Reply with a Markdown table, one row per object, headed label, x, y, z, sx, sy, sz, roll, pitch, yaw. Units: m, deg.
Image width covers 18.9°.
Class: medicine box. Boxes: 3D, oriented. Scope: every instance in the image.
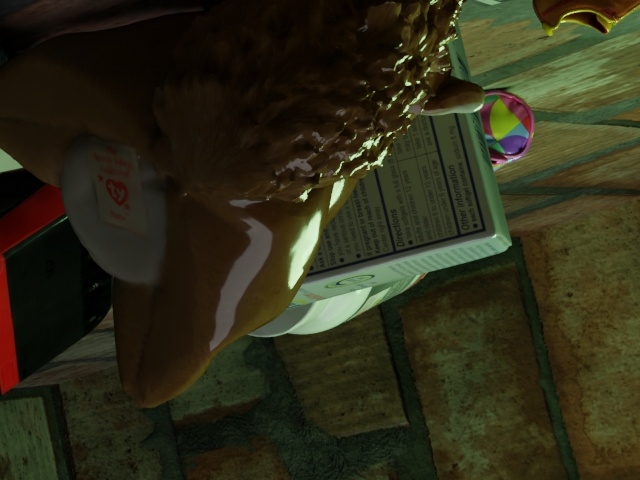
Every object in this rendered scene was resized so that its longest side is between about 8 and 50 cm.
| label | x | y | z | sx | sy | sz | roll | pitch | yaw |
| --- | --- | --- | --- | --- | --- | --- | --- | --- | --- |
| medicine box | 0.006 | -0.086 | 1.826 | 0.289 | 0.263 | 0.149 | -15 | 171 | 9 |

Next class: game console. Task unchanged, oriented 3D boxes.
| label | x | y | z | sx | sy | sz | roll | pitch | yaw |
| --- | --- | --- | --- | --- | --- | --- | --- | --- | --- |
| game console | -0.395 | 0.086 | 2.347 | 0.342 | 0.060 | 0.386 | -35 | 161 | -21 |

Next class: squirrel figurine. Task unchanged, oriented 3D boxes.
| label | x | y | z | sx | sy | sz | roll | pitch | yaw |
| --- | --- | --- | --- | --- | --- | --- | --- | --- | --- |
| squirrel figurine | -0.005 | -0.118 | 1.468 | 0.370 | 0.281 | 0.397 | -31 | 176 | -40 |

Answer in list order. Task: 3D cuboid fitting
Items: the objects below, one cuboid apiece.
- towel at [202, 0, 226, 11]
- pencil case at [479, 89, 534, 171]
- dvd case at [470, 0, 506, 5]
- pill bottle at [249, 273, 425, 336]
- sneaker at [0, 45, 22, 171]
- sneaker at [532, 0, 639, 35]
| label | x | y | z | sx | sy | sz | roll | pitch | yaw |
| --- | --- | --- | --- | --- | --- | --- | --- | --- | --- |
| towel | -0.046 | -0.210 | 1.731 | 0.119 | 0.029 | 0.067 | -15 | 172 | 6 |
| pencil case | 0.188 | -0.119 | 2.482 | 0.104 | 0.104 | 0.236 | -10 | 171 | -20 |
| dvd case | 0.174 | -0.246 | 1.664 | 0.221 | 0.018 | 0.164 | -8 | 167 | 44 |
| pill bottle | 0.000 | 0.000 | 2.383 | 0.210 | 0.210 | 0.363 | -17 | -177 | 26 |
| sneaker | -0.291 | -0.136 | 1.562 | 0.131 | 0.148 | 0.350 | 18 | -161 | 8 |
| sneaker | 0.298 | -0.242 | 1.936 | 0.175 | 0.067 | 0.064 | -14 | 170 | -6 |
